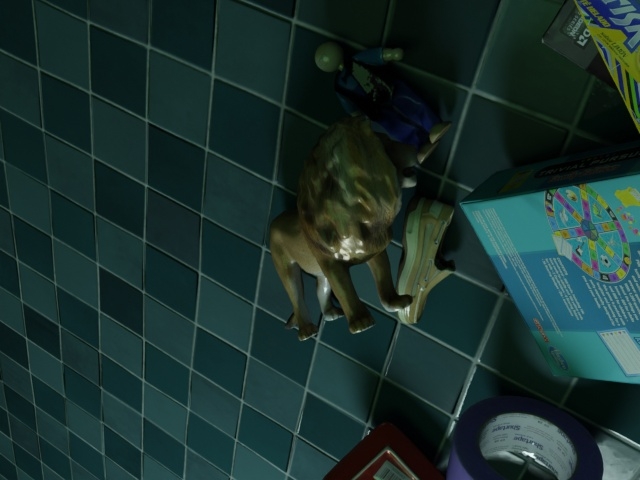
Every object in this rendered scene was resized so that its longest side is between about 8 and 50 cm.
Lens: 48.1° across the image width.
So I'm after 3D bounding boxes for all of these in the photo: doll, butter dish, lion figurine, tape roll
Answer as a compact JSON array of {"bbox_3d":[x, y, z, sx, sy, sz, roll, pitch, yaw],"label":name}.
[{"bbox_3d":[0.072,-0.182,0.878,0.189,0.046,0.129,40,142,8],"label":"doll"},{"bbox_3d":[0.107,0.390,1.167,0.160,0.118,0.160,-44,85,3],"label":"butter dish"},{"bbox_3d":[0.000,0.000,0.964,0.392,0.142,0.240,-25,88,57],"label":"lion figurine"},{"bbox_3d":[0.264,0.298,0.940,0.189,0.189,0.080,20,127,25],"label":"tape roll"}]

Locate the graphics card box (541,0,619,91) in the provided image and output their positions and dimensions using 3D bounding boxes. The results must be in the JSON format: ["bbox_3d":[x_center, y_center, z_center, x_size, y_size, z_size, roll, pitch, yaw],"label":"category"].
[{"bbox_3d":[0.411,-0.177,0.608,0.371,0.094,0.233,39,133,12],"label":"graphics card box"}]

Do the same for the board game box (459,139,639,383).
[{"bbox_3d":[0.332,0.028,0.724,0.336,0.079,0.254,-9,116,59],"label":"board game box"}]

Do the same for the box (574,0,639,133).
[{"bbox_3d":[0.268,-0.178,0.607,0.054,0.059,0.169,-23,102,43],"label":"box"}]

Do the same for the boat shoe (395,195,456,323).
[{"bbox_3d":[0.143,0.035,0.954,0.072,0.068,0.190,12,123,16],"label":"boat shoe"}]
